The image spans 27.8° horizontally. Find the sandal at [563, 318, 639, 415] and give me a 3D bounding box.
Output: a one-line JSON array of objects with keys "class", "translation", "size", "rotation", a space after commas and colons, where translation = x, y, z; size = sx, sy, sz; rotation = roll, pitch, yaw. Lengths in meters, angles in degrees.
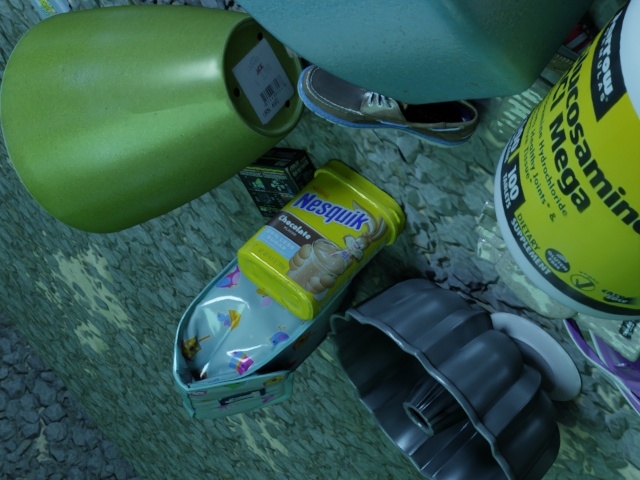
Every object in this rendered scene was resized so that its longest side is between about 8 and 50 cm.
[{"class": "sandal", "translation": [0.300, 0.080, 1.269], "size": [0.169, 0.102, 0.416], "rotation": [9, 134, 52]}]

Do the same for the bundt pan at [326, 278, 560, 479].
[{"class": "bundt pan", "translation": [0.161, 0.180, 1.574], "size": [0.331, 0.124, 0.331], "rotation": [43, 159, 21]}]

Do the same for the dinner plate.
[{"class": "dinner plate", "translation": [0.248, 0.144, 1.545], "size": [0.141, 0.017, 0.141], "rotation": [34, 151, 23]}]

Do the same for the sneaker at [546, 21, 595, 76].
[{"class": "sneaker", "translation": [0.219, -0.173, 1.107], "size": [0.118, 0.067, 0.042], "rotation": [23, 161, -25]}]

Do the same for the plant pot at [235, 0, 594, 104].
[{"class": "plant pot", "translation": [0.082, -0.244, 0.987], "size": [0.252, 0.248, 0.247], "rotation": [49, 155, -26]}]

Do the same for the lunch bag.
[{"class": "lunch bag", "translation": [-0.083, 0.119, 1.669], "size": [0.160, 0.262, 0.223], "rotation": [39, 167, 9]}]

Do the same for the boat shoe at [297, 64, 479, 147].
[{"class": "boat shoe", "translation": [0.070, -0.143, 1.270], "size": [0.183, 0.066, 0.066], "rotation": [12, 165, -10]}]

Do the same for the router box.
[{"class": "router box", "translation": [-0.049, -0.071, 1.647], "size": [0.122, 0.038, 0.092], "rotation": [10, 138, 50]}]

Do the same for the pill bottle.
[{"class": "pill bottle", "translation": [0.259, -0.080, 0.877], "size": [0.188, 0.188, 0.334], "rotation": [43, 154, 5]}]

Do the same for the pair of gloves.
[{"class": "pair of gloves", "translation": [0.239, -0.024, 1.157], "size": [0.204, 0.042, 0.240], "rotation": [29, 134, 22]}]

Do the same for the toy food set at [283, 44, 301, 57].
[{"class": "toy food set", "translation": [0.012, -0.242, 1.321], "size": [0.192, 0.038, 0.132], "rotation": [16, 135, 55]}]

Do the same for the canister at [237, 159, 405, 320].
[{"class": "canister", "translation": [0.000, 0.000, 1.526], "size": [0.126, 0.170, 0.073], "rotation": [36, 153, 18]}]

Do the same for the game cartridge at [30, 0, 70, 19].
[{"class": "game cartridge", "translation": [-0.379, -0.334, 1.784], "size": [0.083, 0.017, 0.056], "rotation": [2, 127, 55]}]

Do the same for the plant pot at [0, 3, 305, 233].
[{"class": "plant pot", "translation": [-0.167, -0.161, 1.488], "size": [0.293, 0.275, 0.275], "rotation": [-9, 123, 40]}]
